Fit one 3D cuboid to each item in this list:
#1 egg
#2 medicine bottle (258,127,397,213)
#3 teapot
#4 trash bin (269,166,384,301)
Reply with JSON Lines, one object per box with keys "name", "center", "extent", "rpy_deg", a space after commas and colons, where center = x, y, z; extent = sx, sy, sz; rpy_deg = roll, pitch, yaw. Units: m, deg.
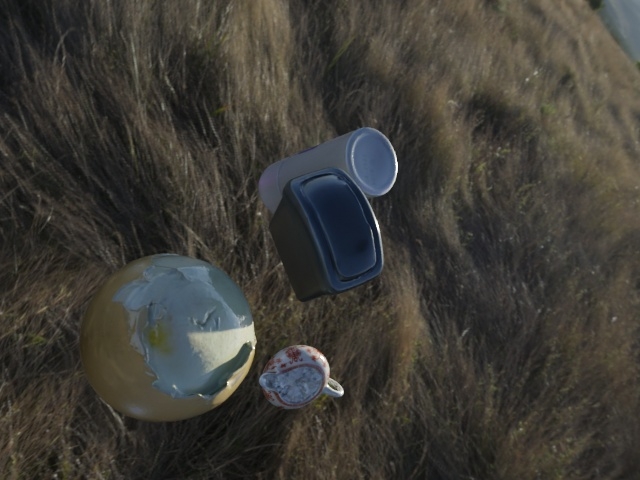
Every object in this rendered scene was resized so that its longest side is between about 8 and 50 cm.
{"name": "egg", "center": [-0.190, 0.120, 0.606], "extent": [0.201, 0.244, 0.200], "rpy_deg": [18, 58, -32]}
{"name": "medicine bottle", "center": [-0.007, -0.127, 1.017], "extent": [0.130, 0.341, 0.130], "rpy_deg": [5, 81, -37]}
{"name": "teapot", "center": [-0.047, 0.319, 1.144], "extent": [0.246, 0.116, 0.159], "rpy_deg": [17, 93, -28]}
{"name": "trash bin", "center": [0.000, 0.000, 0.752], "extent": [0.101, 0.236, 0.176], "rpy_deg": [-22, 82, -20]}
